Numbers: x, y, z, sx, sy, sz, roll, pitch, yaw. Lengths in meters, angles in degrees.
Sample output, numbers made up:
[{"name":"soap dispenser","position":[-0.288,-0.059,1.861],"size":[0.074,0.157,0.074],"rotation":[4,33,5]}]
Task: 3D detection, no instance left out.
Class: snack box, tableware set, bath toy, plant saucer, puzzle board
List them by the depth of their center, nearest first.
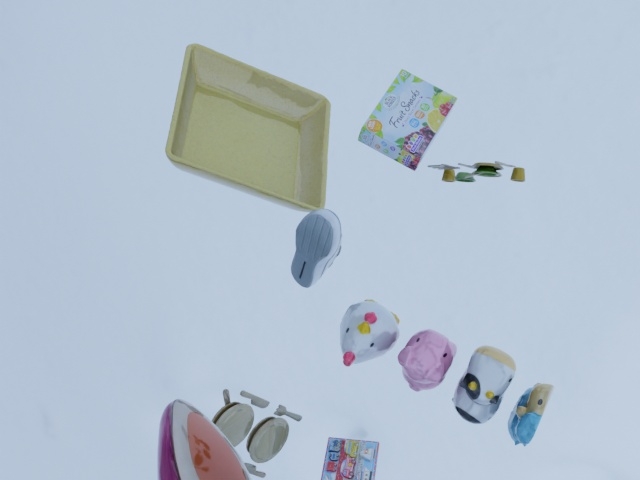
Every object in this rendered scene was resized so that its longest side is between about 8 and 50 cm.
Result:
[{"name":"snack box","position":[0.133,-0.184,1.428],"size":[0.100,0.141,0.037],"rotation":[28,148,7]},{"name":"tableware set","position":[0.248,-0.100,1.461],"size":[0.154,0.104,0.024],"rotation":[1,84,50]},{"name":"bath toy","position":[0.180,0.200,1.465],"size":[0.348,0.129,0.151],"rotation":[24,126,15]},{"name":"tableware set","position":[-0.122,0.314,1.566],"size":[0.039,0.128,0.194],"rotation":[30,175,38]},{"name":"puzzle board","position":[0.052,0.413,1.704],"size":[0.096,0.128,0.011],"rotation":[3,135,10]},{"name":"plant saucer","position":[-0.148,-0.212,1.909],"size":[0.333,0.332,0.081],"rotation":[20,139,-19]}]

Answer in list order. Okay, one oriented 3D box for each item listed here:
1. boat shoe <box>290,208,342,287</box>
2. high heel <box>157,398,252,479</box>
[{"name":"boat shoe","position":[0.000,0.000,1.719],"size":[0.083,0.076,0.226],"rotation":[44,148,10]},{"name":"high heel","position":[-0.150,0.358,1.003],"size":[0.181,0.127,0.377],"rotation":[-41,45,20]}]
